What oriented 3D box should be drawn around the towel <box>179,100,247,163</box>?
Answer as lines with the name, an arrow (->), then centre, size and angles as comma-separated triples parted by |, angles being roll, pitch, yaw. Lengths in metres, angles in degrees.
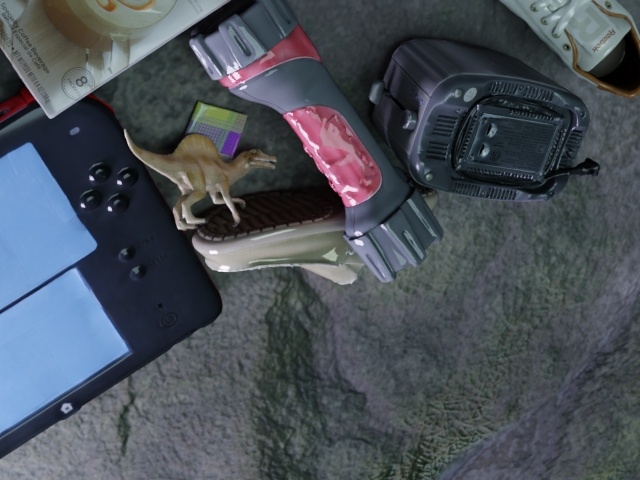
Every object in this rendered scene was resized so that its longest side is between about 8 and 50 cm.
towel -> -0.112, -0.093, 1.663 | 0.060, 0.009, 0.083 | 13, 110, -31

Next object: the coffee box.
coffee box -> -0.170, -0.232, 1.463 | 0.246, 0.098, 0.141 | -34, 100, -2

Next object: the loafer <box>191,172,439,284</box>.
loafer -> 0.000, 0.000, 1.715 | 0.268, 0.102, 0.092 | -10, 115, -22

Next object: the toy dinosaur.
toy dinosaur -> -0.125, -0.059, 1.629 | 0.183, 0.053, 0.093 | 3, 79, -41

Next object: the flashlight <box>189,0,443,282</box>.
flashlight -> -0.001, -0.097, 1.602 | 0.103, 0.103, 0.304 | -33, 106, 6

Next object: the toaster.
toaster -> 0.162, -0.124, 1.697 | 0.227, 0.146, 0.129 | 5, 115, -28

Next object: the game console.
game console -> -0.316, 0.058, 1.617 | 0.386, 0.060, 0.342 | -32, 126, -6

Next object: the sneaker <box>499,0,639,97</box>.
sneaker -> 0.245, -0.249, 1.686 | 0.106, 0.123, 0.290 | -47, 126, 7
